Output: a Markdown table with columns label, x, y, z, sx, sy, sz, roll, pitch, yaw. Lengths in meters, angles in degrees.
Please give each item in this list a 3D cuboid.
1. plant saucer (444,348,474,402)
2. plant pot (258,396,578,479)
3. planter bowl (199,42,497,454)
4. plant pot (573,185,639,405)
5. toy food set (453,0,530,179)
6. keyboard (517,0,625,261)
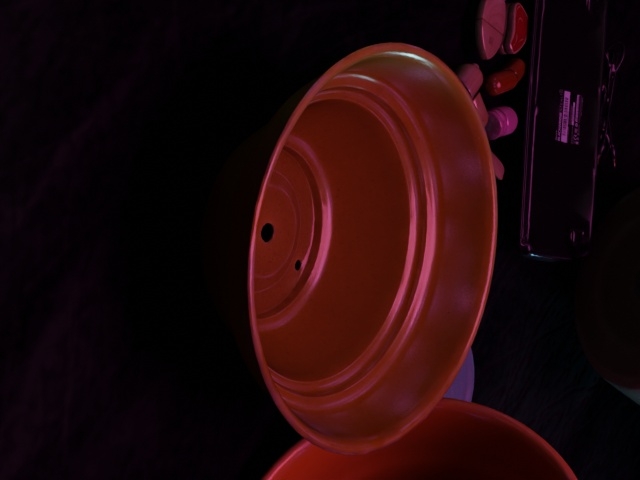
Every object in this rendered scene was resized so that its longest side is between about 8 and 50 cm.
| label | x | y | z | sx | sy | sz | roll | pitch | yaw |
| --- | --- | --- | --- | --- | --- | --- | --- | --- | --- |
| plant saucer | 0.064 | 0.092 | 1.124 | 0.119 | 0.021 | 0.119 | -14 | 108 | -49 |
| plant pot | 0.066 | 0.223 | 1.029 | 0.205 | 0.205 | 0.188 | -60 | 152 | -25 |
| planter bowl | 0.000 | 0.000 | 0.968 | 0.217 | 0.090 | 0.217 | -13 | 107 | -49 |
| plant pot | 0.311 | 0.057 | 1.274 | 0.229 | 0.263 | 0.263 | 16 | 84 | -35 |
| toy food set | 0.108 | -0.105 | 1.145 | 0.078 | 0.019 | 0.122 | 39 | 59 | -48 |
| keyboard | 0.159 | -0.080 | 1.203 | 0.100 | 0.038 | 0.192 | 9 | 85 | -44 |
